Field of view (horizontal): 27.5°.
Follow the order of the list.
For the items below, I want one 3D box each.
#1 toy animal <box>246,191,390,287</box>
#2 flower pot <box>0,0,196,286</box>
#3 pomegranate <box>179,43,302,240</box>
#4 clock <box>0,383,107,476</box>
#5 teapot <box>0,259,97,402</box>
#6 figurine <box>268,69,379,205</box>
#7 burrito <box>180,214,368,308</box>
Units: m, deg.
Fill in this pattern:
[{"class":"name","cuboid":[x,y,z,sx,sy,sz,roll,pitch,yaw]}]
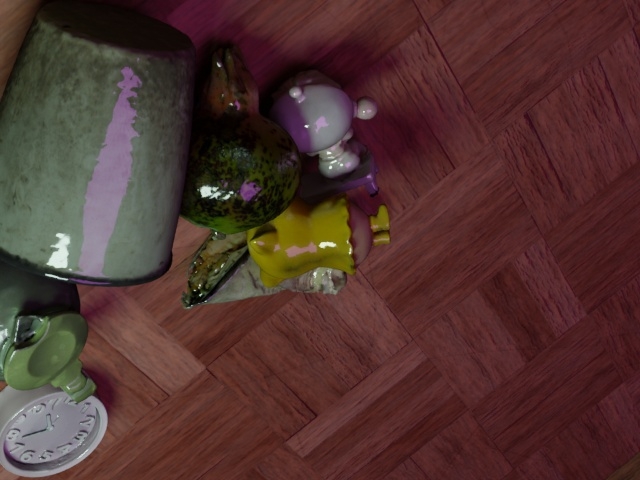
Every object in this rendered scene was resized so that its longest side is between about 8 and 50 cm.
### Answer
[{"class":"toy animal","cuboid":[-0.001,-0.003,2.089,0.230,0.156,0.156,-13,135,-1]},{"class":"flower pot","cuboid":[-0.307,-0.139,1.798,0.294,0.293,0.330,2,117,-36]},{"class":"pomegranate","cuboid":[-0.150,-0.146,1.995,0.222,0.276,0.204,-5,167,-34]},{"class":"clock","cuboid":[-0.466,0.310,2.235,0.197,0.068,0.197,-19,134,-21]},{"class":"teapot","cuboid":[-0.462,0.134,1.941,0.239,0.239,0.321,-27,145,-35]},{"class":"figurine","cuboid":[-0.007,-0.169,2.097,0.256,0.182,0.144,56,44,-42]},{"class":"burrito","cuboid":[-0.073,0.018,2.232,0.348,0.107,0.175,-5,113,-34]}]
